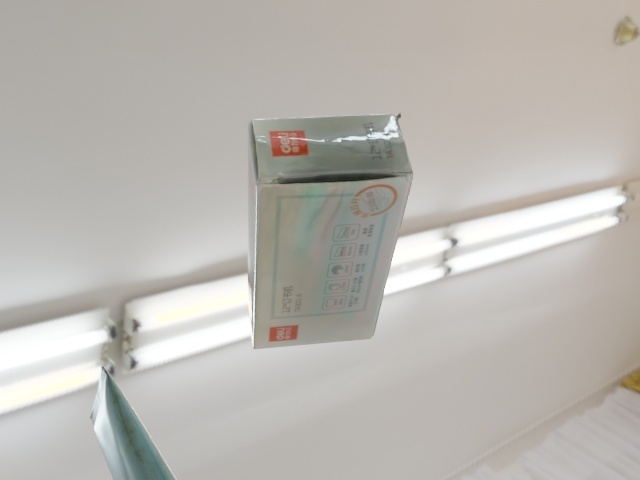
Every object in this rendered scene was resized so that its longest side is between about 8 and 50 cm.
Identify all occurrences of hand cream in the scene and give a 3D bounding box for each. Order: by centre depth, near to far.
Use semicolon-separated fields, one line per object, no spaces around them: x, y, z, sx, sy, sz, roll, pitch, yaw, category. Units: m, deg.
-0.161;0.279;0.794;0.070;0.312;0.111;-15;-33;-34;hand cream

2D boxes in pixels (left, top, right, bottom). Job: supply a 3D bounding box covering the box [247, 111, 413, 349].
0.000;0.000;0.735;0.135;0.079;0.269;-5;-38;-9;box
